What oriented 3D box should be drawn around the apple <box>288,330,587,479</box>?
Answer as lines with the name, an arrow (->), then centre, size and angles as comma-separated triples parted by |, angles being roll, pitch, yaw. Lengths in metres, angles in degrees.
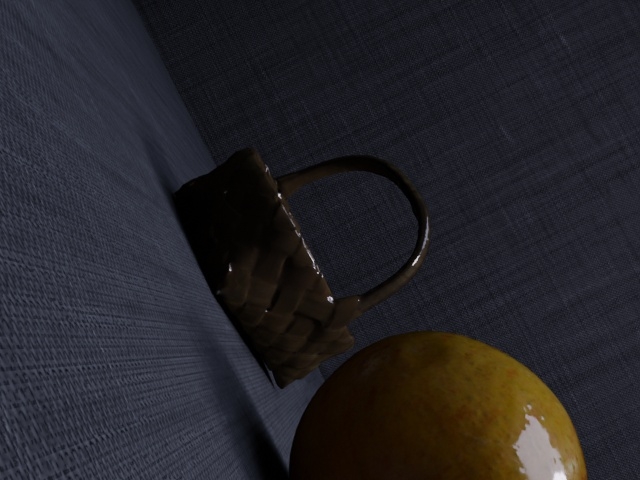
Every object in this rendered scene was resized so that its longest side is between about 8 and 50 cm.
apple -> 0.109, 0.243, 0.990 | 0.299, 0.299, 0.275 | 63, 27, -4

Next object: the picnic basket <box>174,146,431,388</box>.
picnic basket -> 0.000, 0.000, 1.439 | 0.293, 0.337, 0.337 | 62, -1, 41
